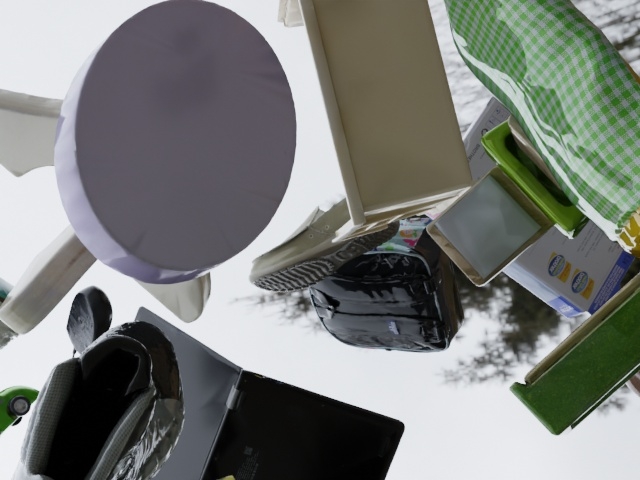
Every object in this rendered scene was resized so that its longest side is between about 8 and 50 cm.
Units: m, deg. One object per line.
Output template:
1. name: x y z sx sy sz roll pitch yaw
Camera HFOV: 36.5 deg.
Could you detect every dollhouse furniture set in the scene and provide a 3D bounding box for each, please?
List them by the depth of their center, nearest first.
1. dollhouse furniture set: 0.119 -0.012 0.557 0.197 0.151 0.301 50 -174 20

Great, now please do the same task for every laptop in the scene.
1. laptop: -0.147 0.361 1.488 0.408 0.236 0.382 20 -86 -13

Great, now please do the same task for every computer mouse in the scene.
1. computer mouse: -0.318 0.152 1.310 0.041 0.242 0.071 -14 -127 -40

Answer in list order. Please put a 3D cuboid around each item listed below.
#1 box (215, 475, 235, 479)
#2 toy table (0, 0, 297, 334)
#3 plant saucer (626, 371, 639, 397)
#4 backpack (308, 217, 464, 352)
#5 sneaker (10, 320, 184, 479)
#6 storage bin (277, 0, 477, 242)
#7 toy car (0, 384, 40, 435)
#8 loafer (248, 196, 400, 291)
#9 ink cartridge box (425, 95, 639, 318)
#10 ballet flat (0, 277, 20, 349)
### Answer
1. box: -0.147 0.379 1.149 0.087 0.232 0.058 -11 -134 -31
2. toy table: -0.140 -0.052 0.749 0.252 0.161 0.274 51 -143 -11
3. plant saucer: 0.397 0.102 1.064 0.029 0.168 0.168 35 -124 -40
4. backpack: 0.112 0.076 1.700 0.191 0.253 0.225 -56 -46 -52
5. sneaker: -0.117 0.092 0.574 0.086 0.132 0.228 23 -148 -5
6. storage bin: 0.046 -0.145 0.992 0.123 0.260 0.262 -14 -93 -6
7. toy car: -0.383 0.223 0.992 0.053 0.239 0.225 44 -122 -4
8. loafer: 0.000 0.000 1.580 0.102 0.268 0.092 42 -153 -58
9. ink cartridge box: 0.304 -0.030 1.310 0.311 0.065 0.186 35 -110 1
10. ballet flat: -0.566 0.038 1.279 0.409 0.147 0.147 42 -128 -32
